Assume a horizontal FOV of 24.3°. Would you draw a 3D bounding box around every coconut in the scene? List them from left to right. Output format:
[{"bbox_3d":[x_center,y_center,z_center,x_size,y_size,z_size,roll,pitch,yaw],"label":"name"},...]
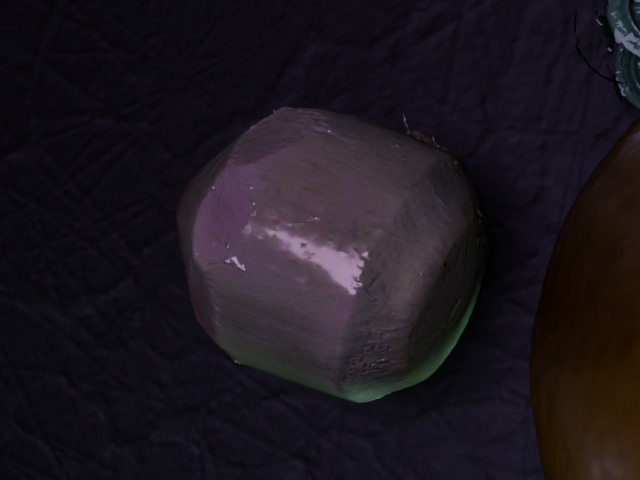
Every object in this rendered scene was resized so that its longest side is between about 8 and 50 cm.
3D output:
[{"bbox_3d":[0.000,0.000,0.858,0.183,0.171,0.171,25,92,21],"label":"coconut"}]

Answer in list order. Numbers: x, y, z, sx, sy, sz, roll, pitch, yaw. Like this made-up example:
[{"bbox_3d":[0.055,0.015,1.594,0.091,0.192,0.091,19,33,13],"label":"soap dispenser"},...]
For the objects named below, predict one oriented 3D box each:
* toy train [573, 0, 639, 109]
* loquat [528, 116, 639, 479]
[{"bbox_3d":[0.211,-0.201,0.818,0.189,0.126,0.307,-23,74,17],"label":"toy train"},{"bbox_3d":[0.258,0.046,0.647,0.328,0.359,0.328,-1,66,1],"label":"loquat"}]
